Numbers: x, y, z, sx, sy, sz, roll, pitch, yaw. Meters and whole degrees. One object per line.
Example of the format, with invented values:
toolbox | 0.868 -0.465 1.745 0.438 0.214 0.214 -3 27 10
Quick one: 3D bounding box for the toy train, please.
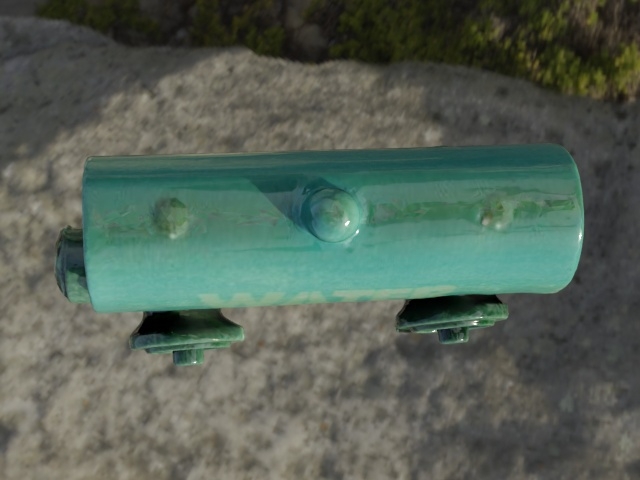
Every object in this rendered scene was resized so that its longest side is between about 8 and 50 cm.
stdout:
toy train | 0.000 0.000 0.538 0.248 0.159 0.101 -3 81 -5
